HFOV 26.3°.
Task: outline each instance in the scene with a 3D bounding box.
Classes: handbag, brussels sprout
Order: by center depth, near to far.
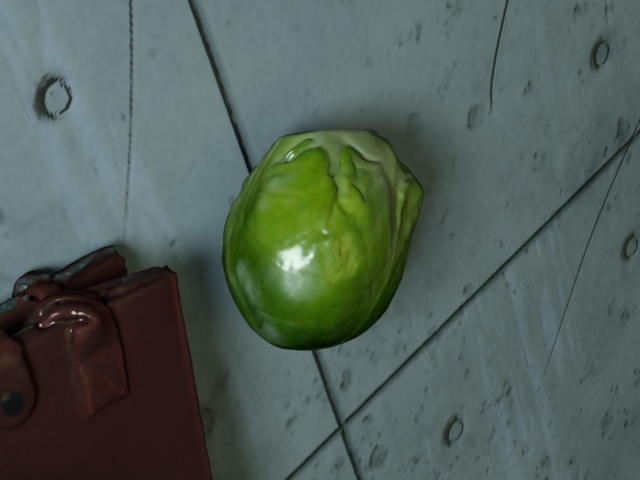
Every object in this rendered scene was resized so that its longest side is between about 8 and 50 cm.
[{"bbox_3d":[-0.184,0.167,0.815,0.260,0.084,0.275,-25,123,-35],"label":"handbag"},{"bbox_3d":[-0.004,0.000,0.908,0.155,0.117,0.155,-11,102,-63],"label":"brussels sprout"}]
